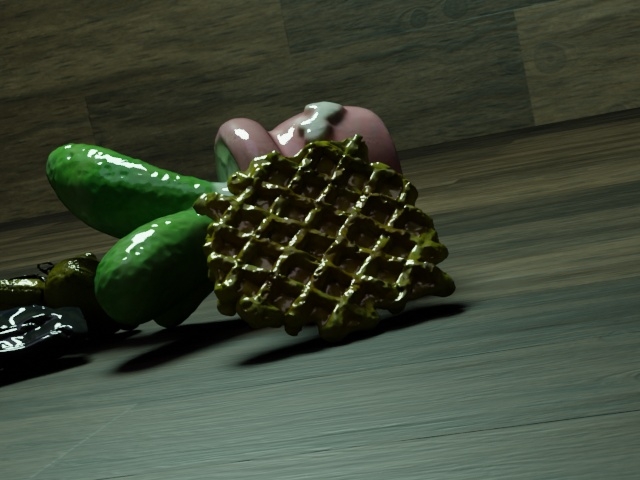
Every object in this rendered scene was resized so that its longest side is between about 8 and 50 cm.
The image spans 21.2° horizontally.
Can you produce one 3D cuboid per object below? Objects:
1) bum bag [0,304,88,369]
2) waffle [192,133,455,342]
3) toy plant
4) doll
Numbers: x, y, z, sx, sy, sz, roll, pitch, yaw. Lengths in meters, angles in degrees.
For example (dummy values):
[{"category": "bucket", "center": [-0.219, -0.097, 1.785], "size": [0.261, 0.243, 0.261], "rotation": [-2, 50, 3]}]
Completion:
[{"category": "bum bag", "center": [-0.392, 0.122, 1.767], "size": [0.310, 0.074, 0.137], "rotation": [-17, 15, -27]}, {"category": "waffle", "center": [0.000, 0.000, 1.660], "size": [0.238, 0.058, 0.243], "rotation": [-10, 48, -19]}, {"category": "toy plant", "center": [-0.095, -0.034, 1.855], "size": [0.356, 0.210, 0.317], "rotation": [-18, 37, -8]}, {"category": "doll", "center": [-0.301, 0.058, 1.932], "size": [0.209, 0.097, 0.137], "rotation": [-1, -25, 36]}]
